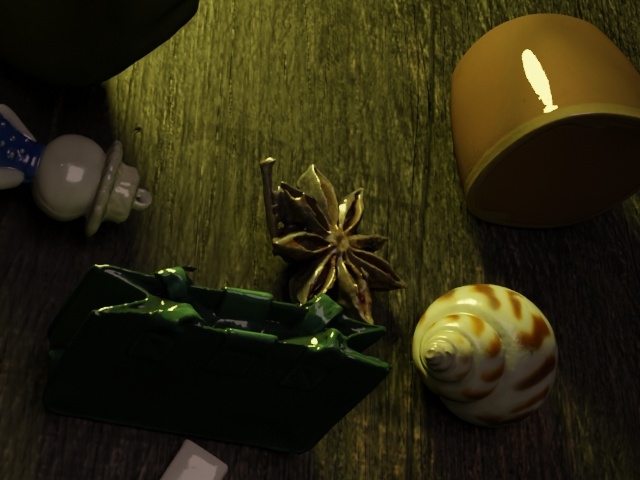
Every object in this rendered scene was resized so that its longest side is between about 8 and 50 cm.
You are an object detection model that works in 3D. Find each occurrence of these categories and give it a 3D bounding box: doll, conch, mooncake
[{"bbox_3d":[-0.332,-0.090,1.182,0.293,0.119,0.138,19,41,-15],"label":"doll"},{"bbox_3d":[0.211,0.144,1.345,0.275,0.149,0.182,-7,65,-36],"label":"conch"},{"bbox_3d":[-0.297,-0.350,1.198,0.351,0.351,0.187,42,48,-4],"label":"mooncake"}]

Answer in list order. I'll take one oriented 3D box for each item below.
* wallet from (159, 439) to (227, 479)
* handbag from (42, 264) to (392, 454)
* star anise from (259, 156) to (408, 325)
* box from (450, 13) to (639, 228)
[{"bbox_3d":[-0.154,0.282,1.136,0.061,0.025,0.122,39,52,-9],"label":"wallet"},{"bbox_3d":[-0.116,0.126,1.110,0.327,0.238,0.089,15,53,-23],"label":"handbag"},{"bbox_3d":[0.001,-0.001,1.343,0.262,0.081,0.230,41,51,-19],"label":"star anise"},{"bbox_3d":[0.329,-0.176,1.518,0.301,0.301,0.216,3,56,-29],"label":"box"}]
